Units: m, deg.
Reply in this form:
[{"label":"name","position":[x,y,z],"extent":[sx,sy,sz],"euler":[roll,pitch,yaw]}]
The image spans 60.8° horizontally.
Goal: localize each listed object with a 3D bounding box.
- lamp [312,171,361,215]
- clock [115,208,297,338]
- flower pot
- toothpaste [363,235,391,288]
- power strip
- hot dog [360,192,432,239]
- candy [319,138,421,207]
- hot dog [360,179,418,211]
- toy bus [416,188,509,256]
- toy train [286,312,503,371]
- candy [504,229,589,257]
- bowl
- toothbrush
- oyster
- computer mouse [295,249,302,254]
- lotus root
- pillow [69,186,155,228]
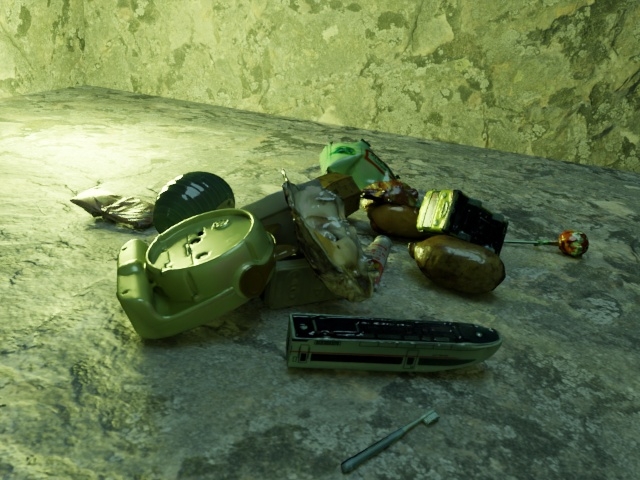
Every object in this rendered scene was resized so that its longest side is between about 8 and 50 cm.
[{"label":"lamp","position":[0.034,-0.131,1.719],"extent":[0.161,0.161,0.185],"euler":[21,25,30]},{"label":"clock","position":[-0.231,0.040,1.110],"extent":[0.349,0.117,0.286],"euler":[-23,29,-10]},{"label":"flower pot","position":[-0.325,-0.081,1.423],"extent":[0.157,0.189,0.243],"euler":[20,34,14]},{"label":"toothpaste","position":[0.135,0.059,1.428],"extent":[0.090,0.057,0.234],"euler":[15,31,15]},{"label":"power strip","position":[-0.008,0.083,1.237],"extent":[0.257,0.105,0.070],"euler":[-6,28,-31]},{"label":"hot dog","position":[0.269,-0.054,1.657],"extent":[0.327,0.107,0.194],"euler":[15,6,5]},{"label":"candy","position":[0.190,-0.240,2.082],"extent":[0.398,0.171,0.262],"euler":[26,31,-9]},{"label":"hot dog","position":[0.240,-0.159,1.902],"extent":[0.214,0.103,0.146],"euler":[-2,43,-17]},{"label":"toy bus","position":[0.391,-0.044,1.514],"extent":[0.262,0.127,0.150],"euler":[24,-9,-38]},{"label":"toy train","position":[0.141,0.201,1.022],"extent":[0.408,0.088,0.086],"euler":[4,24,-9]},{"label":"candy","position":[0.701,0.010,1.734],"extent":[0.288,0.078,0.084],"euler":[1,58,8]},{"label":"bowl","position":[-0.107,-0.034,1.355],"extent":[0.287,0.143,0.287],"euler":[-24,0,0]},{"label":"toothbrush","position":[0.114,0.309,0.847],"extent":[0.220,0.016,0.019],"euler":[-11,37,-41]},{"label":"oyster","position":[0.006,-0.016,1.175],"extent":[0.275,0.100,0.270],"euler":[30,45,-21]},{"label":"computer mouse","position":[0.000,-0.002,1.494],"extent":[0.231,0.071,0.126],"euler":[14,23,17]},{"label":"lotus root","position":[0.340,0.056,1.395],"extent":[0.261,0.128,0.145],"euler":[21,12,23]},{"label":"pillow","position":[-0.573,-0.090,1.552],"extent":[0.249,0.049,0.135],"euler":[17,24,11]}]
